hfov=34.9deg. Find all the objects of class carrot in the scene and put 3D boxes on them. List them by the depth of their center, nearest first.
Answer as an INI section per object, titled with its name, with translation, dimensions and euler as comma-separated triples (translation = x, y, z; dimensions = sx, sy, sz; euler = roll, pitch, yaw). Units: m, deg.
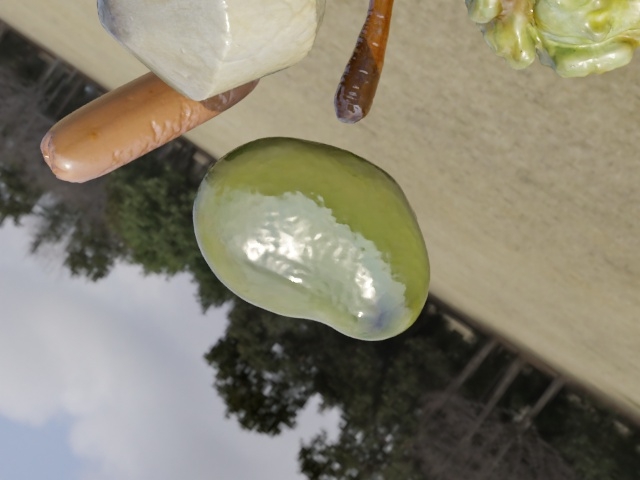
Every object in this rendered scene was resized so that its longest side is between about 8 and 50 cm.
[carrot]
translation = 0.062, -0.244, 1.217
dimensions = 0.048, 0.216, 0.048
euler = 16, -172, -2

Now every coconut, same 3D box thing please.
[coconut]
translation = -0.115, -0.249, 1.025
dimensions = 0.202, 0.222, 0.202
euler = 40, 142, 41

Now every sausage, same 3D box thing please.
[sausage]
translation = -0.197, -0.155, 1.208
dimensions = 0.086, 0.289, 0.086
euler = 44, 154, 28

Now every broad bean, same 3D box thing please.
[broad bean]
translation = 0.000, 0.000, 1.019
dimensions = 0.263, 0.189, 0.121
euler = 27, -161, -27

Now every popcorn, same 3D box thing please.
[popcorn]
translation = 0.330, -0.364, 1.248
dimensions = 0.279, 0.335, 0.274
euler = 44, -154, -19
